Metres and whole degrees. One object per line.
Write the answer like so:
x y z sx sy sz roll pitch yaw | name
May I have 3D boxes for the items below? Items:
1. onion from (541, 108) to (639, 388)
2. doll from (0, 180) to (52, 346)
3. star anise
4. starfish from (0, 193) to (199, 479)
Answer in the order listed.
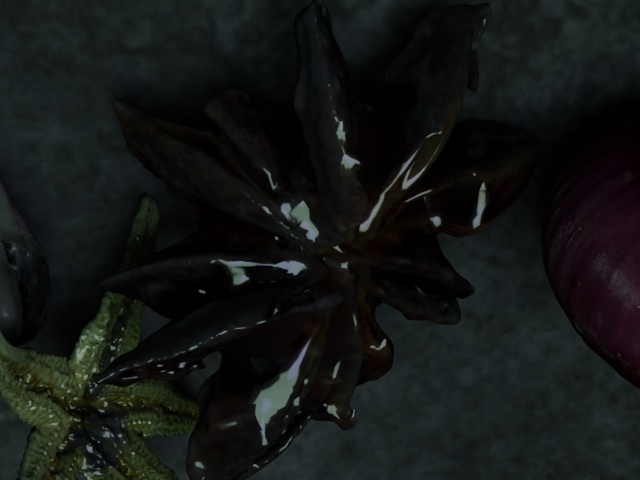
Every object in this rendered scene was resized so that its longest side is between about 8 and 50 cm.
0.201 0.001 0.874 0.177 0.177 0.153 -20 122 -2 | onion
-0.230 0.031 0.845 0.192 0.095 0.149 -10 121 -10 | doll
-0.002 -0.003 0.855 0.212 0.129 0.283 23 102 -35 | star anise
-0.115 0.079 0.867 0.217 0.050 0.223 -69 153 -16 | starfish
